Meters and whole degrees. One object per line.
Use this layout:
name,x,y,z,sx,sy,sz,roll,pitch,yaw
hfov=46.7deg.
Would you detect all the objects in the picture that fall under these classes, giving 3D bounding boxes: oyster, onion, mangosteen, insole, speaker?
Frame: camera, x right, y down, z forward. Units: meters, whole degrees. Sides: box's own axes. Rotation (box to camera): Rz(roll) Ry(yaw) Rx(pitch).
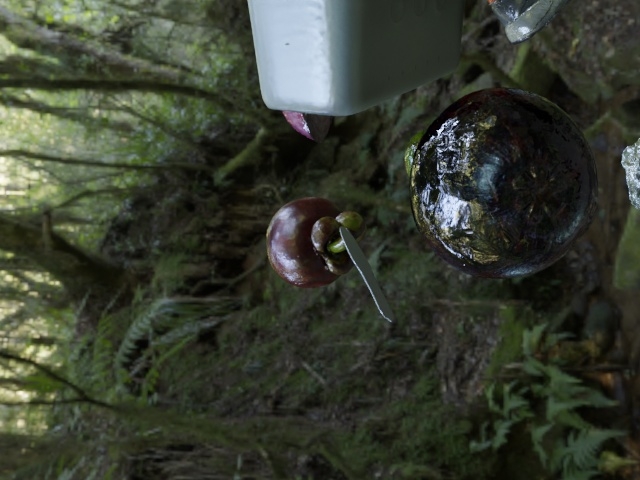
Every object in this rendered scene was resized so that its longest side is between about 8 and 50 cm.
oyster,0.600,-0.107,1.302,0.177,0.124,0.064,57,-152,-10
onion,-0.041,-0.310,1.353,0.248,0.111,0.250,76,-158,-47
mangosteen,0.000,0.000,1.701,0.215,0.257,0.215,12,-107,-43
mangosteen,0.199,-0.060,0.841,0.216,0.216,0.216,2,-90,-86
insole,0.083,0.059,1.324,0.065,0.004,0.197,9,-130,-63
speaker,0.071,-0.319,1.106,0.406,0.183,0.184,-32,-55,-49

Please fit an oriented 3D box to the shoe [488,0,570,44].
shoe,0.412,-0.518,1.292,0.336,0.171,0.132,-46,4,13
